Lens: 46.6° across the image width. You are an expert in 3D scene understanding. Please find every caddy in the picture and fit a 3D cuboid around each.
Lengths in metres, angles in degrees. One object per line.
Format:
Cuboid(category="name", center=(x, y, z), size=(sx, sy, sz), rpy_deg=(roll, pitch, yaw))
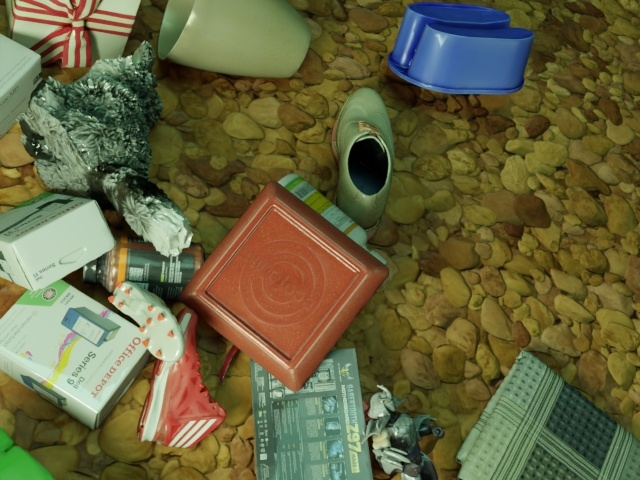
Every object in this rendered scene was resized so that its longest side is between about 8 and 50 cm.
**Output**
Cuboid(category="caddy", center=(0.327, -0.432, 1.743), size=(0.341, 0.179, 0.241), rpy_deg=(-3, 36, -19))

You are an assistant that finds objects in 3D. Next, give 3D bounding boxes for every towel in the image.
Cuboid(category="towel", center=(0.418, 0.404, 1.334), size=(0.312, 0.056, 0.324), rpy_deg=(39, 53, 4))

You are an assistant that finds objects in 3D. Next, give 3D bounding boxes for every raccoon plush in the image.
Cuboid(category="raccoon plush", center=(-0.316, -0.164, 1.346), size=(0.446, 0.216, 0.299), rpy_deg=(44, 52, 11))

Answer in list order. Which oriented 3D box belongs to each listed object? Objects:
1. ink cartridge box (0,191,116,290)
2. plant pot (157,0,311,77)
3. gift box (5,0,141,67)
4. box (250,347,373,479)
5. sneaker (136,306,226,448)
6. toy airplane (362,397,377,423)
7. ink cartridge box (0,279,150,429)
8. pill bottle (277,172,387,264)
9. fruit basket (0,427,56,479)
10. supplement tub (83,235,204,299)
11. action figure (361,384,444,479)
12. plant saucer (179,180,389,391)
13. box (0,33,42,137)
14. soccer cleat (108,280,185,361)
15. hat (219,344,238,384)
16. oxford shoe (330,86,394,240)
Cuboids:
Cuboid(category="ink cartridge box", center=(-0.449, -0.004, 1.199), size=(0.153, 0.208, 0.087), rpy_deg=(-35, 118, -33))
Cuboid(category="plant pot", center=(-0.168, -0.454, 1.572), size=(0.274, 0.256, 0.257), rpy_deg=(17, 54, -28))
Cuboid(category="gift box", center=(-0.512, -0.496, 1.462), size=(0.276, 0.255, 0.258), rpy_deg=(-4, 59, -27))
Cuboid(category="box", center=(-0.018, 0.299, 1.219), size=(0.183, 0.059, 0.233), rpy_deg=(-5, 61, -4))
Cuboid(category="sneaker", center=(-0.208, 0.229, 1.210), size=(0.128, 0.087, 0.221), rpy_deg=(21, 76, -17))
Cuboid(category="toy airplane", center=(0.048, 0.326, 1.265), size=(0.151, 0.028, 0.151), rpy_deg=(8, 56, -12))
Cuboid(category="ink cartridge box", center=(-0.395, 0.173, 1.177), size=(0.212, 0.093, 0.154), rpy_deg=(33, 54, 1))
Cuboid(category="pill bottle", center=(0.000, 0.000, 1.386), size=(0.245, 0.136, 0.136), rpy_deg=(40, 56, 9))
Cuboid(category="fruit basket", center=(-0.466, 0.455, 0.894), size=(0.392, 0.283, 0.392), rpy_deg=(19, 39, -17))
Cuboid(category="supplement tub", center=(-0.303, 0.046, 1.277), size=(0.197, 0.106, 0.106), rpy_deg=(6, 58, -15))
Cuboid(category="action figure", center=(0.153, 0.360, 1.196), size=(0.185, 0.099, 0.285), rpy_deg=(-23, 88, -56))
Cuboid(category="plant saucer", center=(-0.062, 0.070, 1.215), size=(0.258, 0.048, 0.259), rpy_deg=(38, 87, 7))
Cuboid(category="box", center=(-0.641, -0.290, 1.367), size=(0.181, 0.119, 0.181), rpy_deg=(28, 55, 0))
Cuboid(category="soccer cleat", center=(-0.258, 0.124, 1.167), size=(0.196, 0.068, 0.076), rpy_deg=(37, 7, 38))
Cuboid(category="hat", center=(-0.141, 0.112, 1.338), size=(0.173, 0.183, 0.208), rpy_deg=(42, 12, 10))
Cuboid(category="oxford shoe", center=(0.102, -0.189, 1.527), size=(0.140, 0.146, 0.397), rpy_deg=(9, 54, -10))
